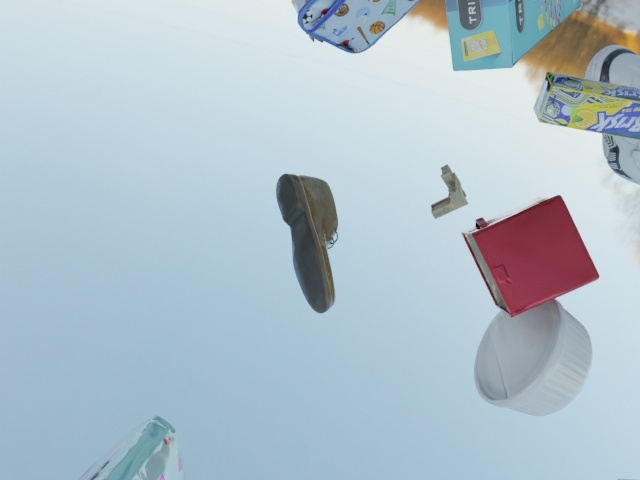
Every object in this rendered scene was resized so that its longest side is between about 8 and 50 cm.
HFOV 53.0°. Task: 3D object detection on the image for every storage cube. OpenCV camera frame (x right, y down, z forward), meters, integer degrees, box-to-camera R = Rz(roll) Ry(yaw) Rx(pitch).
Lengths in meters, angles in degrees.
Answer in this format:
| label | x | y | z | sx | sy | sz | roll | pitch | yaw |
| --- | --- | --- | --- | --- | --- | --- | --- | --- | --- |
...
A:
| label | x | y | z | sx | sy | sz | roll | pitch | yaw |
| --- | --- | --- | --- | --- | --- | --- | --- | --- | --- |
| storage cube | 0.432 | 0.026 | 1.350 | 0.193 | 0.215 | 0.183 | -25 | 179 | 6 |

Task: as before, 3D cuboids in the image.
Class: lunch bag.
| label | x | y | z | sx | sy | sz | roll | pitch | yaw |
| --- | --- | --- | --- | --- | --- | --- | --- | --- | --- |
| lunch bag | -0.240 | 0.353 | 0.720 | 0.160 | 0.263 | 0.223 | 14 | -172 | 4 |
| lunch bag | 0.085 | -0.566 | 1.455 | 0.243 | 0.303 | 0.115 | 13 | -130 | -42 |

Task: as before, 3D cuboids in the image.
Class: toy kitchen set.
| label | x | y | z | sx | sy | sz | roll | pitch | yaw |
| --- | --- | --- | --- | --- | --- | --- | --- | --- | --- |
| toy kitchen set | 0.238 | -0.085 | 1.247 | 0.083 | 0.075 | 0.068 | 52 | -155 | -27 |

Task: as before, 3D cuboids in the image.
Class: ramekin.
| label | x | y | z | sx | sy | sz | roll | pitch | yaw |
| --- | --- | --- | --- | --- | --- | --- | --- | --- | --- |
| ramekin | 0.471 | 0.258 | 1.411 | 0.127 | 0.273 | 0.273 | 29 | -159 | -14 |

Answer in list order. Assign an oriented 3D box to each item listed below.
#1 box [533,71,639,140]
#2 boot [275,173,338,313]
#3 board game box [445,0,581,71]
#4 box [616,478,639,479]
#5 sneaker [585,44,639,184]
| label | x | y | z | sx | sy | sz | roll | pitch | yaw |
| --- | --- | --- | --- | --- | --- | --- | --- | --- | --- |
| box | 0.395 | -0.187 | 0.904 | 0.168 | 0.059 | 0.054 | 10 | -143 | -1 |
| boot | 0.000 | 0.000 | 1.350 | 0.115 | 0.112 | 0.306 | -2 | -109 | -34 |
| board game box | 0.252 | -0.390 | 0.822 | 0.079 | 0.254 | 0.336 | 6 | -149 | 34 |
| box | 0.481 | 0.455 | 0.943 | 0.057 | 0.201 | 0.293 | 34 | 163 | 10 |
| sneaker | 0.677 | -0.220 | 1.284 | 0.366 | 0.137 | 0.210 | 49 | 177 | -35 |
